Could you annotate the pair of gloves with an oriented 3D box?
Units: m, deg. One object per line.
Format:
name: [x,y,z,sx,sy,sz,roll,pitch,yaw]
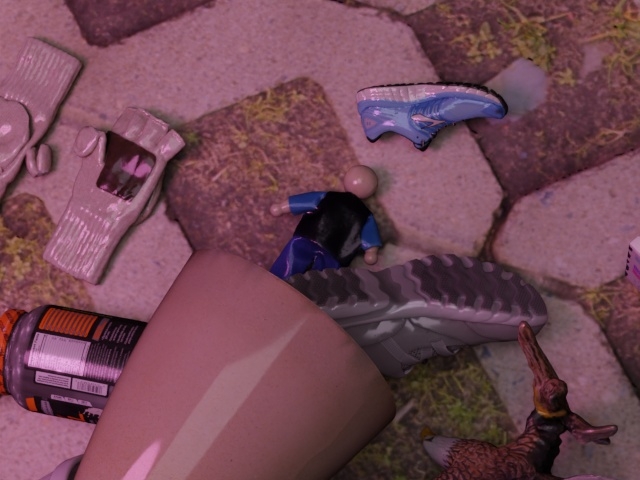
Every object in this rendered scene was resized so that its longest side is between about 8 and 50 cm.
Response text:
pair of gloves: [-0.288,-0.092,1.977,0.240,0.042,0.204,35,87,13]

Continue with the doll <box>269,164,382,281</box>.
doll: [0.000,0.000,1.915,0.129,0.046,0.189,32,86,12]

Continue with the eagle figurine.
eagle figurine: [0.142,0.256,1.779,0.298,0.225,0.226,-42,97,-12]

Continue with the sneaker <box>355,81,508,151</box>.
sneaker: [0.120,-0.132,1.925,0.162,0.063,0.073,-1,97,12]

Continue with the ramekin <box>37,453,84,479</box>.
ramekin: [-0.245,0.328,1.815,0.109,0.207,0.207,-25,77,15]

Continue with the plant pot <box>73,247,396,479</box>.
plant pot: [-0.112,0.192,1.728,0.256,0.256,0.274,36,70,13]

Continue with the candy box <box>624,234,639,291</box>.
candy box: [0.385,-0.009,1.783,0.165,0.196,0.070,-41,77,0]

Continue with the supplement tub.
supplement tub: [-0.245,0.132,1.891,0.190,0.117,0.117,10,81,11]

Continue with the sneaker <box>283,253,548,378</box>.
sneaker: [0.094,0.087,1.875,0.281,0.105,0.115,0,123,-1]
